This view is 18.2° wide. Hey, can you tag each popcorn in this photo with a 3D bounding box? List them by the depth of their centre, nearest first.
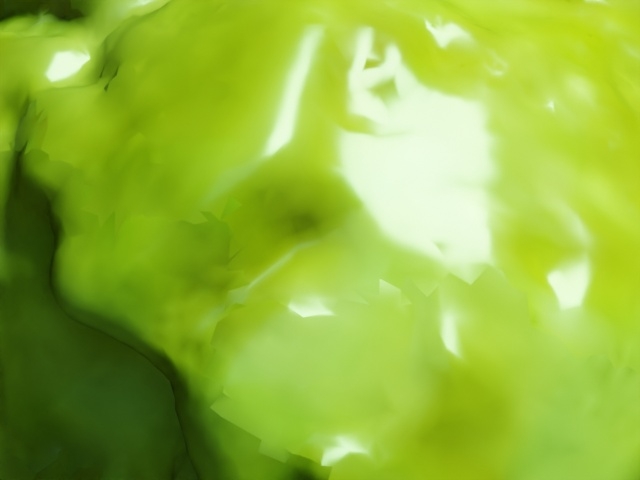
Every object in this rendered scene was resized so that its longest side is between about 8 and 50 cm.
[{"bbox_3d":[-0.002,-0.004,0.455,0.191,0.190,0.253,38,56,-12],"label":"popcorn"}]
